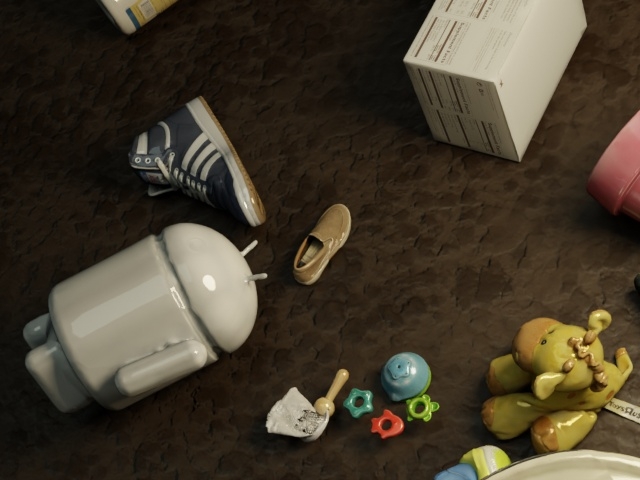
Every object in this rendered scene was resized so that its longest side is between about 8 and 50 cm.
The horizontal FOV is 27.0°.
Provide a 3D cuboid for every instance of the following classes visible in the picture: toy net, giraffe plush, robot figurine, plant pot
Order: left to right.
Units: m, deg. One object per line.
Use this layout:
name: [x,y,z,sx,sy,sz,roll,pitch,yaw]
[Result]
robot figurine: [-0.238,0.104,1.868,0.353,0.200,0.300,-27,37,3]
toy net: [0.042,0.230,1.792,0.232,0.045,0.122,-21,58,8]
giraffe plush: [0.298,0.164,1.663,0.210,0.170,0.181,3,61,21]
plant pot: [0.481,-0.081,1.747,0.201,0.201,0.180,-43,72,-9]

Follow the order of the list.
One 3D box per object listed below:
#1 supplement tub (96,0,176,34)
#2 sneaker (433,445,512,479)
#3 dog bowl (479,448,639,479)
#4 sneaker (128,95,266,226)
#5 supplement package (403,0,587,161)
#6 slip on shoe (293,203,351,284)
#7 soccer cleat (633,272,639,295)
supplement tub: [-0.293,-0.458,2.256,0.199,0.144,0.144,-36,56,-5]
sneaker: [0.194,0.379,1.638,0.126,0.091,0.240,-24,54,27]
dog bowl: [0.288,0.441,1.429,0.408,0.150,0.408,-2,59,3]
sneaker: [-0.194,-0.093,2.029,0.153,0.099,0.282,-28,48,-4]
supplement package: [0.259,-0.286,1.925,0.145,0.204,0.262,18,68,28]
slip on shoe: [0.000,0.000,1.943,0.051,0.041,0.135,24,71,29]
soccer cleat: [0.451,0.115,1.708,0.072,0.060,0.179,-36,58,-2]
